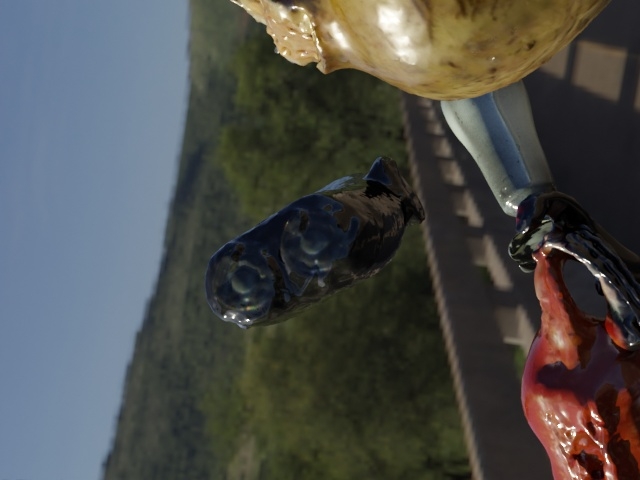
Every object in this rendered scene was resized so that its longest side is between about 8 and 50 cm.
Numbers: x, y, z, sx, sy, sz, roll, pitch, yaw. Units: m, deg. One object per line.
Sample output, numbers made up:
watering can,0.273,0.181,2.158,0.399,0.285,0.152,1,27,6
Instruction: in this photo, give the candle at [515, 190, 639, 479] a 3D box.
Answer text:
candle,0.124,0.111,0.523,0.084,0.059,0.301,-126,14,-66

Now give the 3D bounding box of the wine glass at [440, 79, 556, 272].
wine glass,0.149,-0.058,1.066,0.072,0.072,0.155,100,154,-55

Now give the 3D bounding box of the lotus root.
lotus root,0.083,-0.154,0.659,0.140,0.257,0.154,56,-174,19

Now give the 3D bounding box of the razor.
razor,0.002,0.003,1.460,0.107,0.189,0.327,60,-163,-2
